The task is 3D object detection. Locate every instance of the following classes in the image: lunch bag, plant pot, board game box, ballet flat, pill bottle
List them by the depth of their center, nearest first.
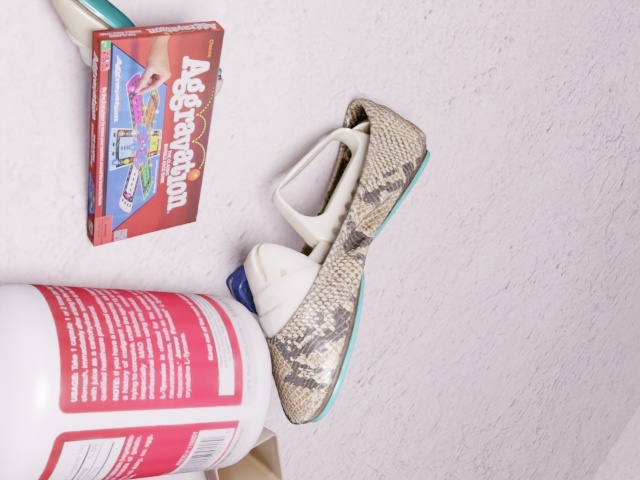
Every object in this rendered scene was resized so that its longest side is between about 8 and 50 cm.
[{"bbox_3d":[-0.218,-0.212,0.874,0.248,0.086,0.086,24,94,-44],"label":"ballet flat"},{"bbox_3d":[-0.278,0.168,0.895,0.408,0.229,0.229,8,105,-42],"label":"pill bottle"},{"bbox_3d":[-0.198,-0.119,0.901,0.145,0.027,0.281,-17,140,-33],"label":"board game box"},{"bbox_3d":[0.000,0.000,1.050,0.182,0.164,0.482,34,62,-18],"label":"ballet flat"},{"bbox_3d":[-0.084,0.057,1.116,0.098,0.065,0.067,-37,114,-19],"label":"lunch bag"},{"bbox_3d":[-0.132,0.339,1.188,0.109,0.096,0.109,-22,123,-29],"label":"plant pot"}]
